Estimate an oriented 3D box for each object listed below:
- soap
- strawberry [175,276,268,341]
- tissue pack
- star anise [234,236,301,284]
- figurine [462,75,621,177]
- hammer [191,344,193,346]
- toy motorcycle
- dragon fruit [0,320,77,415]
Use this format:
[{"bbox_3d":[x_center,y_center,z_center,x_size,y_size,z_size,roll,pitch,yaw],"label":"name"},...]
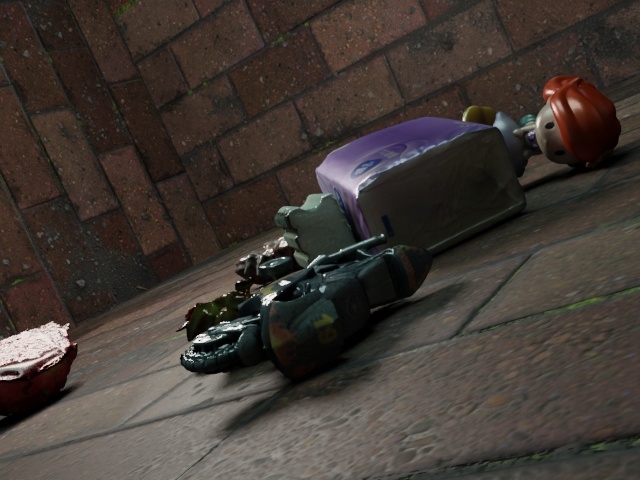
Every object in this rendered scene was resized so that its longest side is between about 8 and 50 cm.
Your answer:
[{"bbox_3d":[0.000,0.000,1.391,0.094,0.150,0.261,-29,6,-6],"label":"soap"},{"bbox_3d":[-0.074,0.102,1.114,0.167,0.087,0.208,-24,-11,31],"label":"strawberry"},{"bbox_3d":[0.142,-0.092,1.352,0.242,0.160,0.338,-24,15,-6],"label":"tissue pack"},{"bbox_3d":[-0.077,0.029,1.800,0.229,0.093,0.236,-26,3,-4],"label":"star anise"},{"bbox_3d":[0.386,-0.188,1.412,0.208,0.181,0.257,10,-14,-42],"label":"figurine"},{"bbox_3d":[-0.148,0.141,1.286,0.137,0.037,0.290,-26,4,6],"label":"hammer"},{"bbox_3d":[-0.008,0.077,0.939,0.173,0.108,0.307,-8,14,43],"label":"toy motorcycle"},{"bbox_3d":[-0.570,0.255,1.591,0.261,0.163,0.189,-25,-25,-45],"label":"dragon fruit"}]
